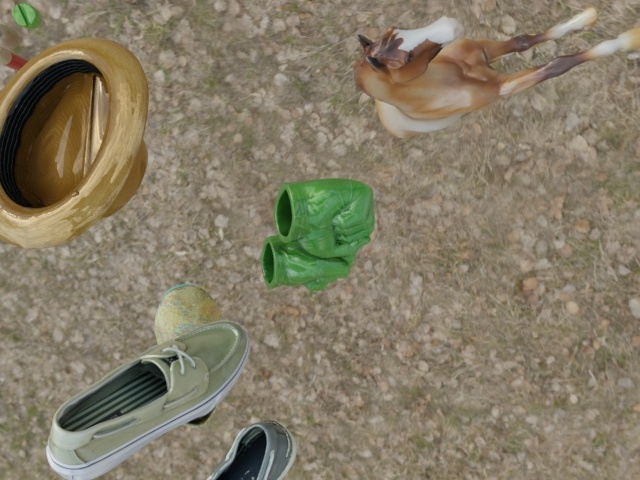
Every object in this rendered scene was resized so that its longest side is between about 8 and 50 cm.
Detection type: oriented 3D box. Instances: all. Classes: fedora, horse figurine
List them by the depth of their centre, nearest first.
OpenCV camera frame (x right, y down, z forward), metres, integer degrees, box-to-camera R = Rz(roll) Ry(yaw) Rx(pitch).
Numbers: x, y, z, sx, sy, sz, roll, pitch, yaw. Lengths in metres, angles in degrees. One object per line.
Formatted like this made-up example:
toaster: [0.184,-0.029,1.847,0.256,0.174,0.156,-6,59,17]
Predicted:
horse figurine: [0.103,-0.123,0.425,0.175,0.263,0.066,-17,99,0]
fedora: [-0.211,-0.080,0.491,0.194,0.079,0.194,-5,73,18]

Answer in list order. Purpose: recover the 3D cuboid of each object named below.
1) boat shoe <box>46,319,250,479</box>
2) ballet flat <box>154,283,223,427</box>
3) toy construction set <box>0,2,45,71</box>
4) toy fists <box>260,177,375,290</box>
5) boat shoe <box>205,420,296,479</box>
boat shoe: [-0.199,0.186,0.716,0.109,0.302,0.094,38,133,17]
ballet flat: [-0.224,0.224,0.994,0.123,0.123,0.348,18,134,6]
toy construction set: [-0.565,-0.365,0.771,0.309,0.237,0.257,37,93,-8]
toy fists: [0.000,0.000,0.854,0.142,0.096,0.279,-9,152,-19]
boat shoe: [-0.162,0.407,0.835,0.116,0.319,0.099,32,163,28]
